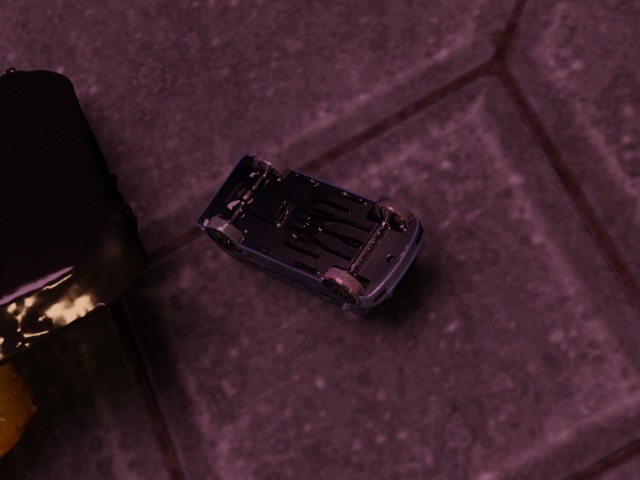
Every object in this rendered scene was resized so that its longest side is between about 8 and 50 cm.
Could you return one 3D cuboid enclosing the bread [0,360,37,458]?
[{"bbox_3d":[-0.316,0.142,1.352,0.245,0.094,0.102,-21,23,9],"label":"bread"}]

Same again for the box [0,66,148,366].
[{"bbox_3d":[-0.308,0.023,1.359,0.359,0.091,0.350,-27,29,-2],"label":"box"}]

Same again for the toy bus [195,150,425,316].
[{"bbox_3d":[0.000,0.000,1.322,0.167,0.076,0.073,24,70,37],"label":"toy bus"}]
